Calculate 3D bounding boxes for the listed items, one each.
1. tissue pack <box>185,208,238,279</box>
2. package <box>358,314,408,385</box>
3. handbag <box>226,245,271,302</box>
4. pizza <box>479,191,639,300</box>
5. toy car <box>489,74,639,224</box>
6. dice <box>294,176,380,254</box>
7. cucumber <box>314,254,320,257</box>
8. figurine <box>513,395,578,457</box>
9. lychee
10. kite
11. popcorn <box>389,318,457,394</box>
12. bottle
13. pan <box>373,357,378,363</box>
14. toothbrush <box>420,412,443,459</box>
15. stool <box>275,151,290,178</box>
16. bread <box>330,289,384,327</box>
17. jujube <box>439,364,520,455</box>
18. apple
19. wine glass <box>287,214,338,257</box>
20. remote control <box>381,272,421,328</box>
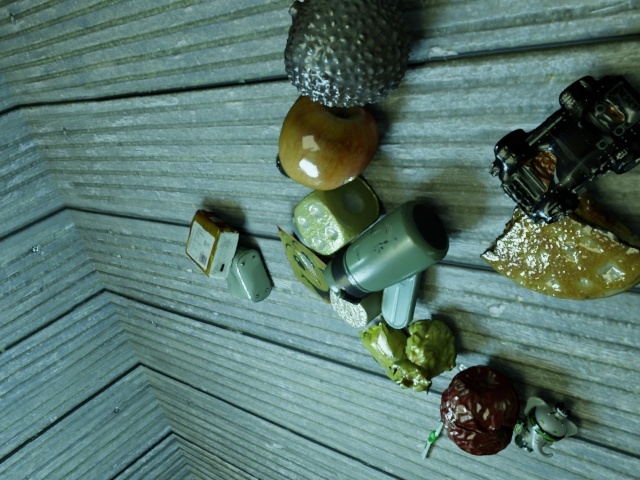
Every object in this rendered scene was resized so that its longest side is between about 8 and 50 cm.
[{"bbox_3d":[-0.384,0.010,2.351,0.226,0.092,0.183,36,111,52],"label":"tissue pack"},{"bbox_3d":[0.218,0.330,2.021,0.226,0.090,0.168,51,141,1],"label":"package"},{"bbox_3d":[-0.319,0.112,2.443,0.315,0.109,0.241,7,122,50],"label":"handbag"},{"bbox_3d":[0.505,0.004,1.418,0.409,0.114,0.277,-11,110,51],"label":"pizza"},{"bbox_3d":[0.474,-0.167,1.248,0.301,0.118,0.193,-39,68,22],"label":"toy car"},{"bbox_3d":[0.044,-0.073,1.825,0.166,0.169,0.169,55,144,1],"label":"dice"},{"bbox_3d":[-0.033,0.046,2.118,0.039,0.039,0.168,59,148,-6],"label":"cucumber"},{"bbox_3d":[0.569,0.478,1.724,0.147,0.126,0.192,31,128,5],"label":"figurine"},{"bbox_3d":[0.055,-0.421,1.444,0.300,0.300,0.299,29,137,31],"label":"lychee"},{"bbox_3d":[-0.044,0.080,2.086,0.327,0.013,0.377,54,163,-7],"label":"kite"},{"bbox_3d":[0.285,0.310,1.839,0.174,0.195,0.168,30,145,37],"label":"popcorn"},{"bbox_3d":[0.153,0.044,1.730,0.347,0.168,0.168,-34,91,37],"label":"bottle"},{"bbox_3d":[0.184,0.347,2.126,0.068,0.023,0.115,-14,110,53],"label":"pan"},{"bbox_3d":[0.362,0.628,2.153,0.030,0.030,0.303,36,142,24],"label":"toothbrush"},{"bbox_3d":[-0.066,-0.227,1.876,0.096,0.110,0.096,24,132,30],"label":"stool"},{"bbox_3d":[0.123,0.160,1.950,0.148,0.141,0.134,51,148,7],"label":"bread"},{"bbox_3d":[0.419,0.452,1.789,0.213,0.213,0.232,19,132,39],"label":"jujube"},{"bbox_3d":[0.017,-0.246,1.677,0.242,0.242,0.241,45,143,13],"label":"apple"},{"bbox_3d":[0.000,0.000,1.990,0.222,0.103,0.103,46,143,12],"label":"wine glass"},{"bbox_3d":[0.223,0.126,1.841,0.104,0.052,0.247,32,125,41],"label":"remote control"}]
